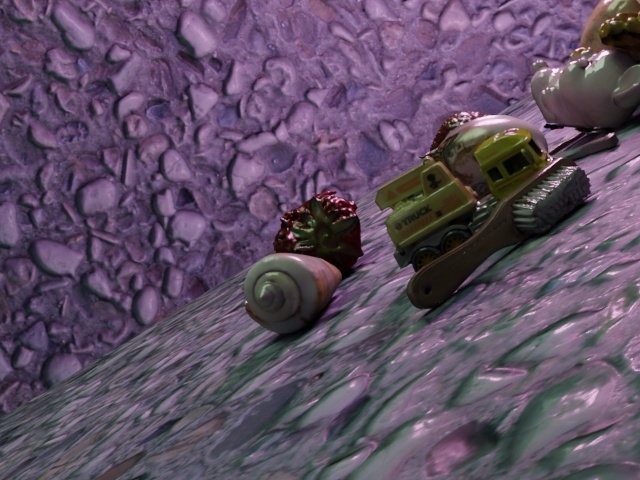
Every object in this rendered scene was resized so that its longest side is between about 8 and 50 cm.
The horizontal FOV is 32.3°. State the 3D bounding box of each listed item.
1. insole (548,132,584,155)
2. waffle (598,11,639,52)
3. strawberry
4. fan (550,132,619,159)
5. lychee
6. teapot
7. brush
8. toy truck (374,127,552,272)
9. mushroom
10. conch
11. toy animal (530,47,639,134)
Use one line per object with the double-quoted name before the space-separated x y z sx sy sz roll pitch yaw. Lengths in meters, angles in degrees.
"insole" 0.446 -0.173 2.138 0.192 0.010 0.063 -32 5 -5
"waffle" 0.625 -0.351 1.893 0.282 0.058 0.301 6 3 17
"strawberry" 0.000 0.000 2.235 0.184 0.186 0.201 3 -9 5
"fan" 0.437 -0.151 1.918 0.057 0.023 0.282 -24 2 -21
"lychee" 0.296 -0.184 2.255 0.197 0.165 0.165 2 -12 -27
"teapot" 0.290 -0.125 1.932 0.204 0.139 0.298 1 -23 -43
"brush" 0.247 -0.011 1.466 0.327 0.070 0.065 -35 16 -23
"toy truck" 0.214 -0.066 1.634 0.272 0.157 0.124 -30 5 18
"mushroom" 0.614 -0.370 2.160 0.254 0.195 0.189 4 -44 -45
"conch" -0.029 0.096 1.917 0.255 0.127 0.158 -4 -50 -51
"toy animal" 0.506 -0.271 1.988 0.209 0.154 0.325 -9 12 -37
